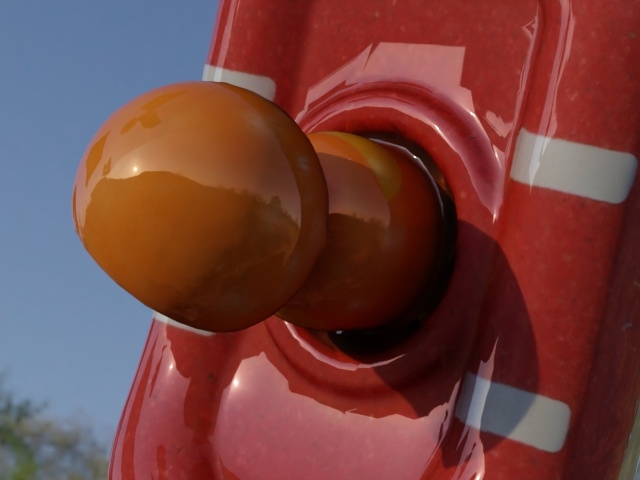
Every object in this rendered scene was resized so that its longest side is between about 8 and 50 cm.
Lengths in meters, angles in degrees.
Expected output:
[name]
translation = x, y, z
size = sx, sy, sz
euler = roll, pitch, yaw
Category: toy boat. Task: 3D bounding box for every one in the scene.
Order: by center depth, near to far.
[toy boat]
translation = 0.000, 0.000, 0.488
size = 0.151, 0.231, 0.151
euler = 14, 3, 40
